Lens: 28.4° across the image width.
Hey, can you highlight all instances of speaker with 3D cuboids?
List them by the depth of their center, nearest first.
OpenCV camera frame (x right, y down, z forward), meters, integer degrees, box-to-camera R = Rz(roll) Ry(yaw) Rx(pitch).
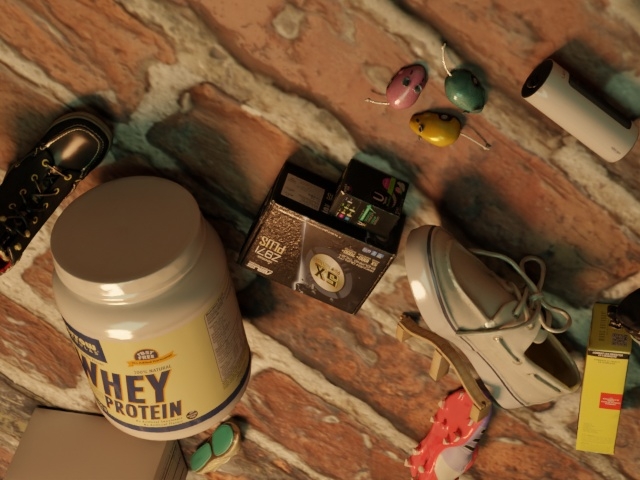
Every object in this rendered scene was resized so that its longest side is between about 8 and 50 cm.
[{"bbox_3d":[0.294,-0.147,1.439,0.136,0.055,0.055,34,136,-16],"label":"speaker"}]

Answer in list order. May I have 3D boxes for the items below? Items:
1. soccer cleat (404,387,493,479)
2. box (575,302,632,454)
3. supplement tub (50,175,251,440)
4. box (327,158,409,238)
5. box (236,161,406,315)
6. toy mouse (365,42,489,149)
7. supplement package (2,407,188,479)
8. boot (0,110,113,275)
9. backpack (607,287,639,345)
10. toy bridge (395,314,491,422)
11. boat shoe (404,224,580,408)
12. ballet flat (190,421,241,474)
[{"bbox_3d":[0.214,0.302,1.943,0.095,0.083,0.248,1,139,-26],"label":"soccer cleat"},{"bbox_3d":[0.391,0.194,1.748,0.058,0.087,0.232,7,136,11],"label":"box"},{"bbox_3d":[-0.232,0.095,1.744,0.235,0.235,0.325,4,137,15],"label":"supplement tub"},{"bbox_3d":[0.061,-0.053,1.614,0.083,0.062,0.052,24,139,-6],"label":"box"},{"bbox_3d":[0.000,0.000,1.680,0.180,0.077,0.147,24,138,-7],"label":"box"},{"bbox_3d":[0.134,-0.168,1.489,0.161,0.031,0.143,14,138,4],"label":"toy mouse"},{"bbox_3d":[-0.390,0.422,2.170,0.262,0.204,0.145,6,139,13],"label":"supplement package"},{"bbox_3d":[-0.374,-0.056,1.672,0.085,0.178,0.236,39,135,-22],"label":"boot"},{"bbox_3d":[0.462,0.117,1.597,0.152,0.115,0.182,-34,134,5],"label":"backpack"},{"bbox_3d":[0.168,0.167,1.758,0.188,0.026,0.063,47,149,31],"label":"toy bridge"},{"bbox_3d":[0.251,0.099,1.658,0.156,0.136,0.367,-13,133,30],"label":"boat shoe"},{"bbox_3d":[-0.164,0.349,2.140,0.052,0.057,0.168,7,150,-31],"label":"ballet flat"}]
